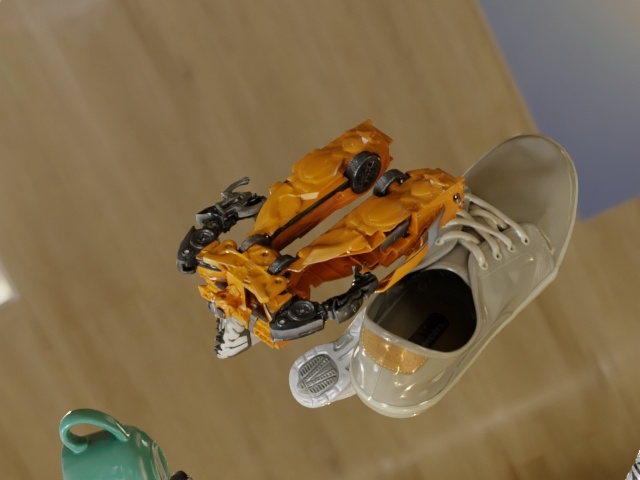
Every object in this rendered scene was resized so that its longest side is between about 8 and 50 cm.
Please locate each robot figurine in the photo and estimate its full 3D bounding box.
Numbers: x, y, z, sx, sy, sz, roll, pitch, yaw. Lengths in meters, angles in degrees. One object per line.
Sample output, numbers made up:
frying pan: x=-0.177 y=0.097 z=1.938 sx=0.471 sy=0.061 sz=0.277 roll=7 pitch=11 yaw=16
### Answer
robot figurine: x=0.000 y=0.000 z=1.754 sx=0.291 sy=0.085 sz=0.211 roll=-37 pitch=-126 yaw=-27

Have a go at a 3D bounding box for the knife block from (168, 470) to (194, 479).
knife block: x=-0.055 y=0.319 z=1.557 sx=0.275 sy=0.242 sz=0.088 roll=3 pitch=-167 yaw=-20

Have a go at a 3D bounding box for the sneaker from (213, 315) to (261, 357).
sneaker: x=-0.077 y=0.103 z=2.278 sx=0.106 sy=0.078 sz=0.234 roll=10 pitch=152 yaw=-10

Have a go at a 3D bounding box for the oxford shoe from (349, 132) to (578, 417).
oxford shoe: x=0.183 y=0.019 z=2.062 sx=0.169 sy=0.130 sz=0.449 roll=27 pitch=-125 yaw=19

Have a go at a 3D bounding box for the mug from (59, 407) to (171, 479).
mug: x=-0.221 y=0.263 z=1.912 sx=0.097 sy=0.129 sz=0.158 roll=-17 pitch=150 yaw=3

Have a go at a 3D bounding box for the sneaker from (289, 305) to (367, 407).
sneaker: x=0.071 y=0.143 z=2.309 sx=0.232 sy=0.090 sz=0.115 roll=-29 pitch=165 yaw=14

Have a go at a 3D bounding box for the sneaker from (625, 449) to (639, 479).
sneaker: x=0.473 y=0.226 z=1.894 sx=0.366 sy=0.210 sz=0.137 roll=-63 pitch=166 yaw=12
